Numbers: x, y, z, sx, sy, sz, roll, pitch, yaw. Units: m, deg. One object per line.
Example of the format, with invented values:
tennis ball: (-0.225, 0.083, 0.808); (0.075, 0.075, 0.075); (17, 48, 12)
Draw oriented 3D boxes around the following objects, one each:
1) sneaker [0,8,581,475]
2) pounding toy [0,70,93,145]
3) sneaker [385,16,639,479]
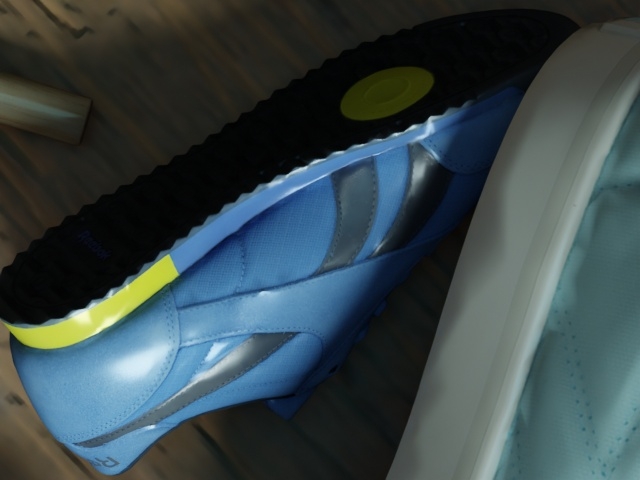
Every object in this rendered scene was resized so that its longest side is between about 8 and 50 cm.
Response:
sneaker: (0.000, 0.000, 0.633); (0.209, 0.069, 0.082); (-31, 119, -9)
pounding toy: (-0.142, -0.165, 0.634); (0.183, 0.110, 0.237); (8, 116, -9)
sneaker: (0.095, 0.116, 0.556); (0.150, 0.135, 0.366); (11, 87, 38)
